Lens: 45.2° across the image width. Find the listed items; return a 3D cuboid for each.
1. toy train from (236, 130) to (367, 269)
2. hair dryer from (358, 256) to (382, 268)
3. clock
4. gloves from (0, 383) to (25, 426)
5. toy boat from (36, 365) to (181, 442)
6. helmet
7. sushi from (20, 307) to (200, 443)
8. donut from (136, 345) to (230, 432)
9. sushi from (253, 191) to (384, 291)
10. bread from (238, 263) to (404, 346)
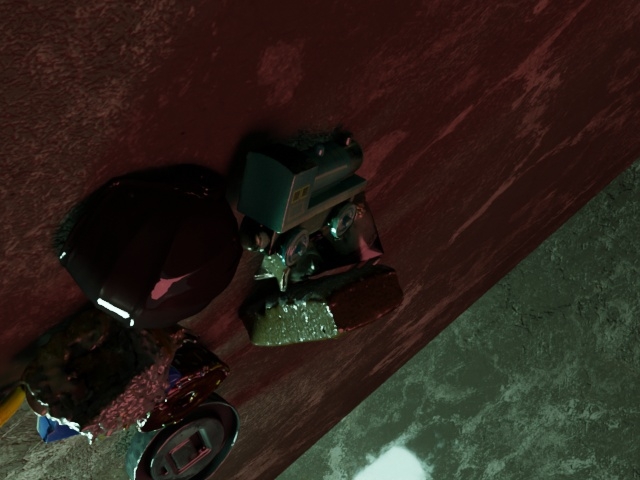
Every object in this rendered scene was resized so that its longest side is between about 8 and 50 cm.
[{"bbox_3d":[-0.022,-0.083,1.287,0.298,0.120,0.194,-30,141,-53],"label":"toy train"},{"bbox_3d":[0.041,0.159,1.988,0.267,0.092,0.229,-38,169,-30],"label":"hair dryer"},{"bbox_3d":[-0.343,0.515,1.936,0.312,0.061,0.313,-27,137,-29],"label":"clock"},{"bbox_3d":[-0.604,0.319,1.231,0.294,0.116,0.133,-33,-172,-40],"label":"gloves"},{"bbox_3d":[-0.394,0.291,1.472,0.295,0.088,0.129,-9,130,-43],"label":"toy boat"},{"bbox_3d":[-0.217,0.025,1.138,0.305,0.177,0.225,-13,145,-46],"label":"helmet"},{"bbox_3d":[-0.345,0.205,1.270,0.274,0.184,0.139,-39,160,-5],"label":"sushi"},{"bbox_3d":[-0.314,0.320,1.684,0.235,0.089,0.235,-33,159,-15],"label":"donut"},{"bbox_3d":[-0.016,-0.009,1.508,0.272,0.134,0.109,-21,142,-7],"label":"sushi"},{"bbox_3d":[-0.010,0.136,1.566,0.165,0.113,0.416,-25,-177,-30],"label":"bread"}]
